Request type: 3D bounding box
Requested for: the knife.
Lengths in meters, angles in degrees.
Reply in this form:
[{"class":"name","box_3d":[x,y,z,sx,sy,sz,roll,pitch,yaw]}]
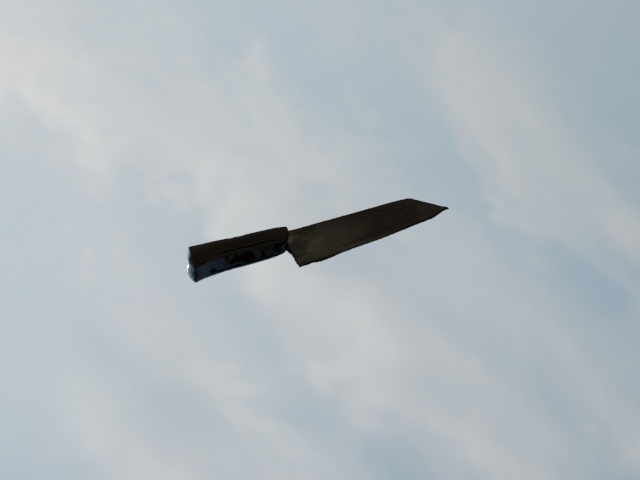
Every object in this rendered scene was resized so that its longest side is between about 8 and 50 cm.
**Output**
[{"class":"knife","box_3d":[0.000,0.000,1.267,0.230,0.028,0.060,-15,-147,-11]}]
